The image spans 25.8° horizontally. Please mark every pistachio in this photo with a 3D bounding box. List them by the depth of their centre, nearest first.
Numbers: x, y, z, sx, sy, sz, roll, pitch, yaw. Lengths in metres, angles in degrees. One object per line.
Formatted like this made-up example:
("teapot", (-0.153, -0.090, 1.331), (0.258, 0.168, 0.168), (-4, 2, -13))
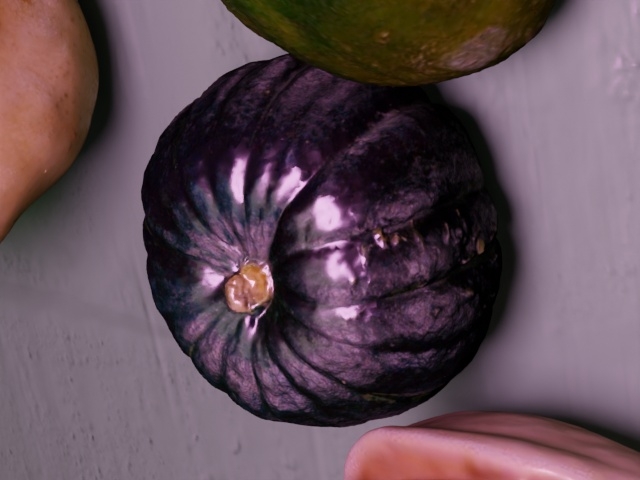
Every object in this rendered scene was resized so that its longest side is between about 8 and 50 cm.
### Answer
("pistachio", (0.105, 0.198, 0.771), (0.318, 0.193, 0.214), (4, 142, 52))

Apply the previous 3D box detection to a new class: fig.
("fig", (-0.001, -0.166, 0.661), (0.203, 0.235, 0.203), (13, 109, 40))

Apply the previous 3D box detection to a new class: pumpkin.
("pumpkin", (0.000, 0.000, 0.803), (0.220, 0.162, 0.220), (14, 119, 28))

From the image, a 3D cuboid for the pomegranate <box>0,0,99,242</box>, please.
("pomegranate", (-0.321, -0.116, 0.947), (0.332, 0.332, 0.332), (22, 124, 37))
